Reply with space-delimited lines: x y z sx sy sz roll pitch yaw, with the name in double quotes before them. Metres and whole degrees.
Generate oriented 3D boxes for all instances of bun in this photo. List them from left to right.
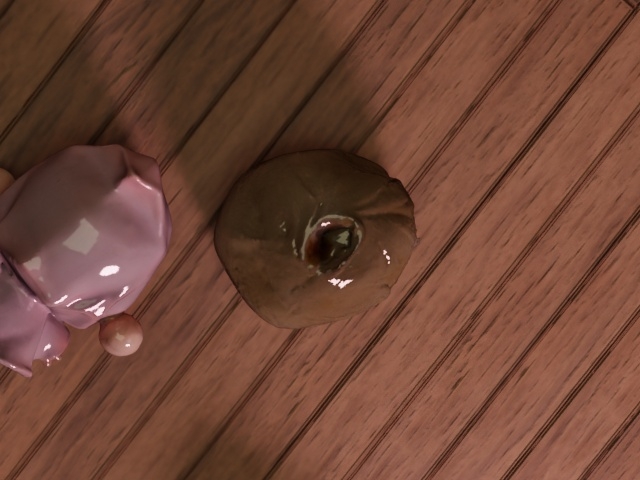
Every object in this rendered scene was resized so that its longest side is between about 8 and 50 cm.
"bun" 0.000 0.000 1.070 0.173 0.113 0.166 -38 103 2

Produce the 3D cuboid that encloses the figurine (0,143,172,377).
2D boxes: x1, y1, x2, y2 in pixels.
"figurine" -0.234 0.028 1.031 0.276 0.133 0.200 -42 86 -1
